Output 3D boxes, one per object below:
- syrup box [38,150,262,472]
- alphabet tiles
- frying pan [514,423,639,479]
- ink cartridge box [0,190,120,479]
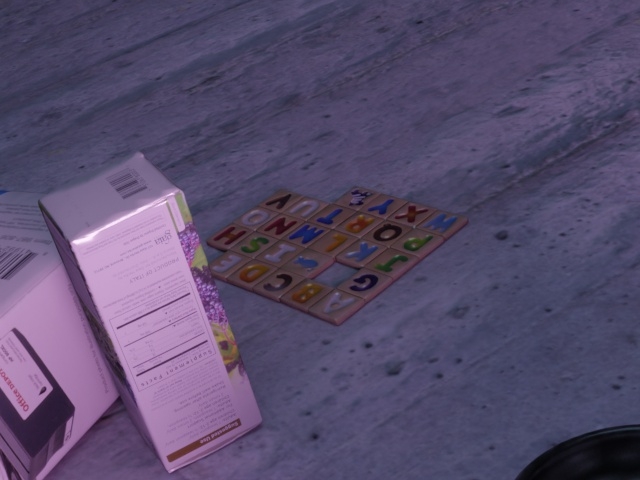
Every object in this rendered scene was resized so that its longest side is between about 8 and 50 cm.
[{"bbox_3d":[-0.134,0.060,0.980,0.096,0.236,0.093,-27,33,-16],"label":"syrup box"},{"bbox_3d":[0.000,0.000,1.251,0.237,0.009,0.198,19,44,42],"label":"alphabet tiles"},{"bbox_3d":[0.254,0.162,0.833,0.197,0.053,0.326,14,39,36],"label":"frying pan"},{"bbox_3d":[-0.362,0.122,1.044,0.286,0.166,0.395,5,34,30],"label":"ink cartridge box"}]
